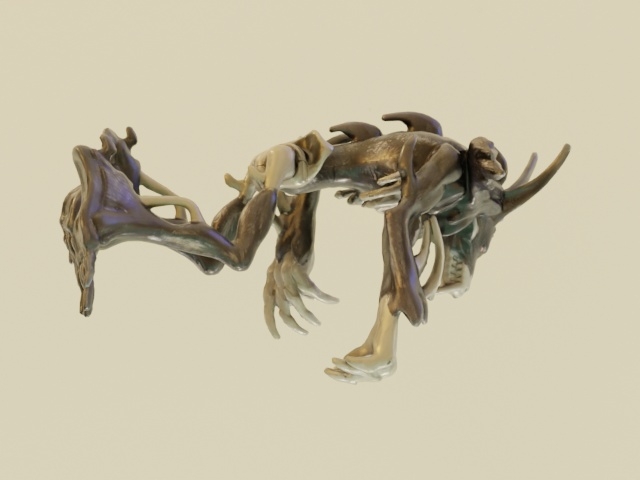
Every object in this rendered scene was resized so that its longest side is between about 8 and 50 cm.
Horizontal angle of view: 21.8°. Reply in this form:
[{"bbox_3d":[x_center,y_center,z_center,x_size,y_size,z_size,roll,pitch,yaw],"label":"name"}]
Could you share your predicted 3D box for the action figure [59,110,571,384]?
[{"bbox_3d":[0.000,0.000,0.911,0.275,0.164,0.141,-1,-85,-14],"label":"action figure"}]
